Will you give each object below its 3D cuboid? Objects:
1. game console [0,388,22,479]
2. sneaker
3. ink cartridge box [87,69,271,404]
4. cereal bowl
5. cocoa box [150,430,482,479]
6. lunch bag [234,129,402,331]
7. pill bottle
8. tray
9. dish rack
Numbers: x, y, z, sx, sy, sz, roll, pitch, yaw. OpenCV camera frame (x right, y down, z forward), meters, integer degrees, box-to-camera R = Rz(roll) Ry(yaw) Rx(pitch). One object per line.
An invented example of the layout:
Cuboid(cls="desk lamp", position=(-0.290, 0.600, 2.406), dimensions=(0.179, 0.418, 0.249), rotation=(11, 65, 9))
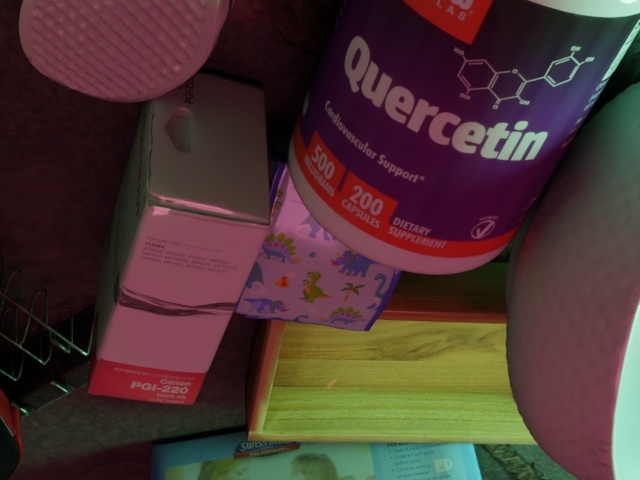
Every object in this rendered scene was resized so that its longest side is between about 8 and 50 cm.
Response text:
Cuboid(cls="game console", position=(-0.463, 0.117, 0.857), dimensions=(0.386, 0.060, 0.342), rotation=(-10, 138, 4))
Cuboid(cls="sneaker", position=(-0.098, -0.199, 0.672), dimensions=(0.126, 0.127, 0.321), rotation=(21, 155, -19))
Cuboid(cls="ink cartridge box", position=(-0.112, -0.001, 0.835), dimensions=(0.092, 0.158, 0.218), rotation=(10, 134, -15))
Cuboid(cls="cereal bowl", position=(0.244, 0.024, 0.849), dimensions=(0.141, 0.339, 0.339), rotation=(20, 150, 34))
Cuboid(cls="cocoa box", position=(0.009, 0.341, 1.156), dimensions=(0.347, 0.231, 0.228), rotation=(-9, 137, 1))
Cuboid(cls="lunch bag", position=(0.000, 0.000, 0.882), dimensions=(0.129, 0.096, 0.151), rotation=(10, 111, -15))
Cuboid(cls="pill bottle", position=(0.103, -0.140, 0.704), dimensions=(0.181, 0.181, 0.323), rotation=(8, 134, -16))
Cuboid(cls="tray", position=(0.143, 0.110, 1.051), dimensions=(0.411, 0.076, 0.203), rotation=(3, 136, -10))
Cuboid(cls="dish rack", position=(-0.334, 0.072, 0.947), dimensions=(0.208, 0.074, 0.271), rotation=(-29, 131, 20))
